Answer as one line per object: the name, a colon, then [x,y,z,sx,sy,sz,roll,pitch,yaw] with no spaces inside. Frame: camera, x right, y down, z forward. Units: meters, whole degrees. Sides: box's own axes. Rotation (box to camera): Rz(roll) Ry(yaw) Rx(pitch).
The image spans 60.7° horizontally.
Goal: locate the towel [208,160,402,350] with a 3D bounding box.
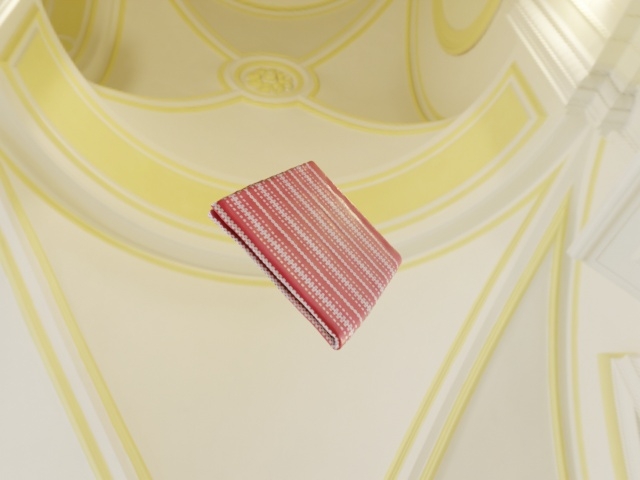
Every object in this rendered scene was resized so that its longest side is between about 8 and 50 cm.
towel: [0.000,0.000,0.657,0.199,0.031,0.275,47,-154,2]
